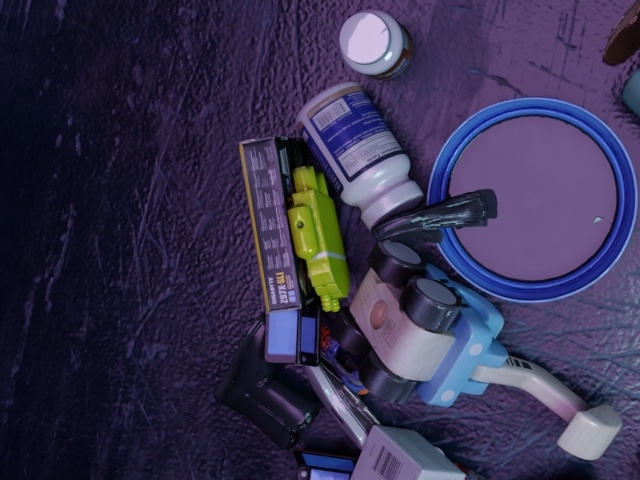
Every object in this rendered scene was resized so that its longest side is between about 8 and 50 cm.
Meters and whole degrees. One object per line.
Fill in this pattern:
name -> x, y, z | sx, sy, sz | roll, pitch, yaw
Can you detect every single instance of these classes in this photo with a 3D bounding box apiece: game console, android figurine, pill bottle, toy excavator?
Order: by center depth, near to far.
android figurine -> 0.000, 0.000, 1.857 | 0.056, 0.248, 0.272 | -12, 85, 12
pill bottle -> 0.102, -0.369, 1.858 | 0.121, 0.216, 0.121 | 1, 95, 14
toy excavator -> 0.303, 0.216, 1.863 | 0.445, 0.433, 0.222 | 13, 114, -30
pill bottle -> 0.077, -0.161, 1.899 | 0.153, 0.153, 0.264 | -34, 78, 14
game console -> -0.054, 0.185, 1.943 | 0.071, 0.107, 0.122 | 2, 89, -32
game console -> 0.013, 0.490, 2.025 | 0.144, 0.085, 0.124 | 6, 90, 13

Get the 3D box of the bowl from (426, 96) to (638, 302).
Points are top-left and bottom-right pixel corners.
bowl -> 0.401, -0.078, 1.887 | 0.391, 0.077, 0.391 | 1, 95, 13

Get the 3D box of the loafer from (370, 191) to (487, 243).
loafer -> 0.206, -0.029, 1.837 | 0.223, 0.076, 0.078 | -16, 92, -6

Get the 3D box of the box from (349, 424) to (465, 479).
box -> 0.160, 0.484, 1.930 | 0.119, 0.181, 0.181 | 14, 102, -34

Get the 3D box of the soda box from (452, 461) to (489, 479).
soda box -> 0.248, 0.584, 1.976 | 0.083, 0.092, 0.263 | 25, 99, 8

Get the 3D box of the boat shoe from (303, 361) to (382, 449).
boat shoe -> 0.046, 0.320, 2.016 | 0.070, 0.078, 0.219 | -33, 80, -19

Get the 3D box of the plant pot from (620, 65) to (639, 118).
plant pot -> 0.723, -0.237, 1.683 | 0.334, 0.341, 0.341 | 42, 103, 14

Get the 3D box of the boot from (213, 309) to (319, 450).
boot -> -0.085, 0.288, 2.024 | 0.207, 0.094, 0.246 | 32, 108, 12

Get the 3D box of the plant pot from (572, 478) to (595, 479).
plant pot -> 0.453, 0.556, 1.882 | 0.174, 0.191, 0.191 | -10, 93, 23

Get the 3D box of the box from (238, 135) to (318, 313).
box -> -0.064, -0.039, 1.908 | 0.079, 0.257, 0.322 | -8, 94, 15

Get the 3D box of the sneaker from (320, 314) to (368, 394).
sneaker -> 0.030, 0.209, 1.976 | 0.221, 0.087, 0.083 | 39, 71, 19

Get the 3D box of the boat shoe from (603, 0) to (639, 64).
boat shoe -> 0.578, -0.398, 1.836 | 0.056, 0.048, 0.153 | 25, 108, -14
